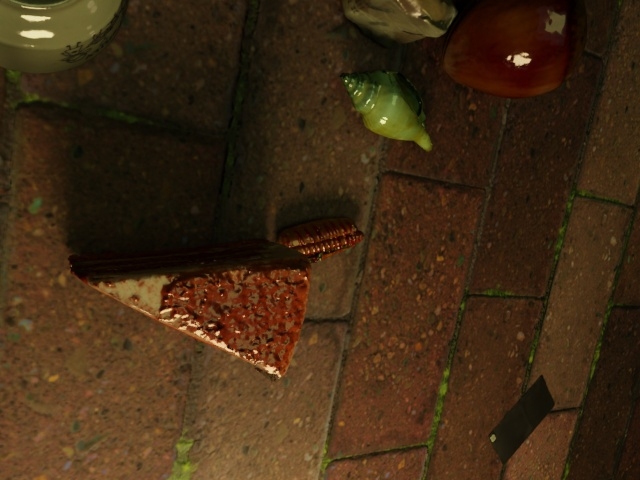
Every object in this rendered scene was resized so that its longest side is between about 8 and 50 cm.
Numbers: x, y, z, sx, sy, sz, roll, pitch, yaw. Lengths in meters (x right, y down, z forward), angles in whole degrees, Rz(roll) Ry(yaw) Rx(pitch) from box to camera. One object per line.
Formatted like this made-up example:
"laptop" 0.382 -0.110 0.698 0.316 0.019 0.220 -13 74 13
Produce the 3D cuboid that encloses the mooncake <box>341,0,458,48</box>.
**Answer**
"mooncake" 0.101 -0.323 0.691 0.129 0.125 0.073 21 86 -36

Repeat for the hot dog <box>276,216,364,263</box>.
"hot dog" 0.001 0.000 0.764 0.144 0.038 0.062 -12 108 -28

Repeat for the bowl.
"bowl" -0.278 -0.269 0.488 0.211 0.112 0.212 -9 108 -30

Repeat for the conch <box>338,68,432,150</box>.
"conch" 0.105 -0.198 0.757 0.200 0.079 0.095 8 85 -49

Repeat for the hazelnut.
"hazelnut" 0.283 -0.306 0.781 0.208 0.208 0.208 -8 106 -29

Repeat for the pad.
"pad" 0.452 0.402 1.156 0.193 0.004 0.116 -41 120 -17

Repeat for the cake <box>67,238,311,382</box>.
"cake" -0.137 0.036 0.622 0.262 0.158 0.160 35 79 -31
